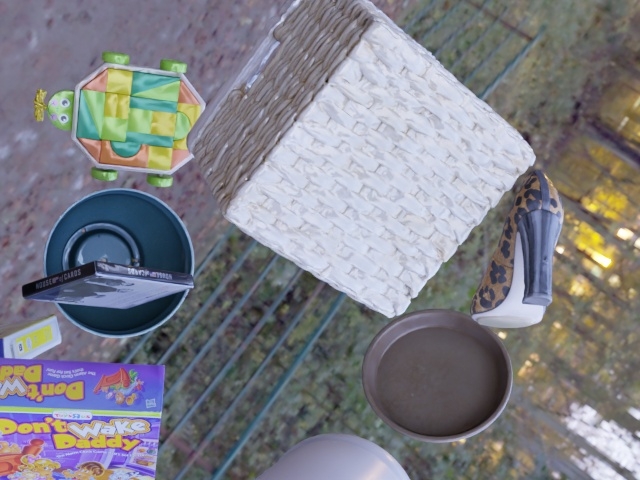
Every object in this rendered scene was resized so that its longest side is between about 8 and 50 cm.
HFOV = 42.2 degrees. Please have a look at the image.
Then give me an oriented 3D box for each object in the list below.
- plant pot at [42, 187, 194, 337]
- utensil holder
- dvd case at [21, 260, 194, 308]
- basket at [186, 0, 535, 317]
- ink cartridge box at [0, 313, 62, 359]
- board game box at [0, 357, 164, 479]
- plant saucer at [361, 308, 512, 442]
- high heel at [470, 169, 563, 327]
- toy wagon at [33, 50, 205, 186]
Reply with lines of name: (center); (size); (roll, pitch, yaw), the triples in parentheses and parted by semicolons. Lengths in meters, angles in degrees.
plant pot: (-0.429, 0.043, 1.699); (0.293, 0.293, 0.196); (-51, -160, -17)
utensil holder: (-0.019, 0.556, 1.492); (0.328, 0.327, 0.385); (-58, 166, 13)
dvd case: (-0.366, 0.081, 1.452); (0.179, 0.030, 0.238); (-17, 164, 29)
basket: (0.046, -0.131, 1.130); (0.328, 0.331, 0.266); (-50, -151, 11)
ink cartridge box: (-0.626, 0.200, 1.359); (0.303, 0.072, 0.307); (-11, -179, 3)
board game box: (-0.394, 0.259, 1.119); (0.078, 0.347, 0.233); (-97, -165, -45)
plant saucer: (0.216, 0.252, 1.546); (0.278, 0.278, 0.041); (-48, 151, -26)
high heel: (0.277, 0.021, 1.179); (0.261, 0.093, 0.186); (113, -16, -72)
toy wagon: (-0.420, -0.255, 1.731); (0.068, 0.344, 0.267); (-133, -130, -66)
